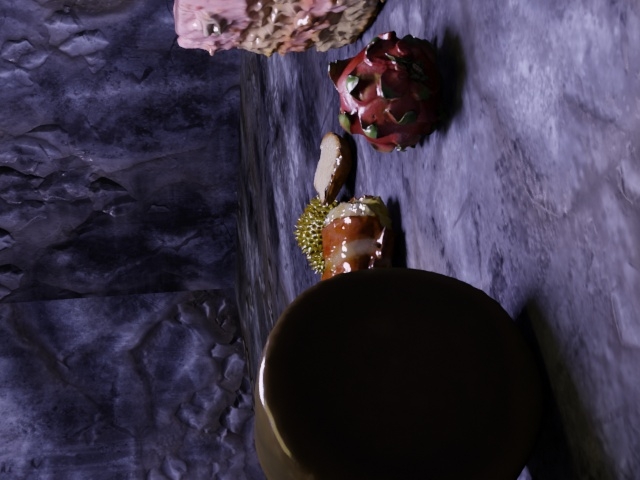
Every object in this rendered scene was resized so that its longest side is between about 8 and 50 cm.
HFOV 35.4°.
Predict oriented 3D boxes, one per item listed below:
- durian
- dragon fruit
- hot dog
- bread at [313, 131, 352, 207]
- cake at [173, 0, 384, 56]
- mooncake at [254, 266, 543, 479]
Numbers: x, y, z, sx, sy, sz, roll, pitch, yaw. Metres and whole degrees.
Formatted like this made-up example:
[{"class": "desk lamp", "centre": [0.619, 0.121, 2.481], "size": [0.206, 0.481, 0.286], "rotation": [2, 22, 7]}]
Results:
[{"class": "durian", "centre": [0.000, 0.000, 1.887], "size": [0.208, 0.102, 0.146], "rotation": [92, 163, -46]}, {"class": "dragon fruit", "centre": [0.089, -0.180, 1.278], "size": [0.236, 0.135, 0.137], "rotation": [41, -143, -80]}, {"class": "hot dog", "centre": [0.062, 0.034, 1.525], "size": [0.146, 0.103, 0.213], "rotation": [-7, 77, 61]}, {"class": "bread", "centre": [0.024, -0.130, 1.808], "size": [0.129, 0.044, 0.126], "rotation": [-121, 46, -63]}, {"class": "cake", "centre": [-0.076, -0.453, 1.564], "size": [0.314, 0.307, 0.293], "rotation": [131, 136, -75]}, {"class": "mooncake", "centre": [0.073, 0.171, 1.015], "size": [0.155, 0.285, 0.284], "rotation": [100, 163, -52]}]
